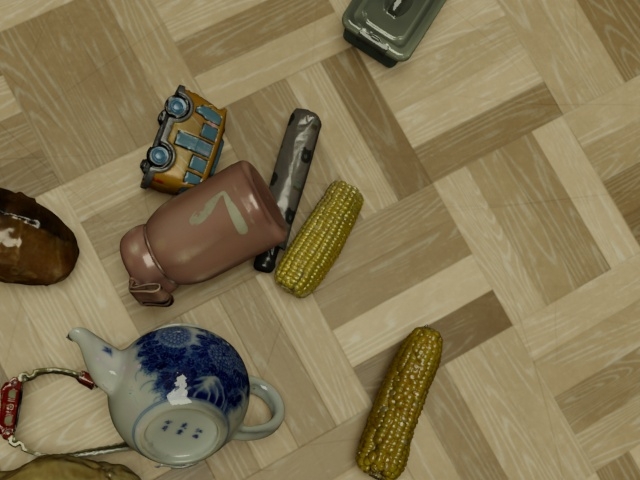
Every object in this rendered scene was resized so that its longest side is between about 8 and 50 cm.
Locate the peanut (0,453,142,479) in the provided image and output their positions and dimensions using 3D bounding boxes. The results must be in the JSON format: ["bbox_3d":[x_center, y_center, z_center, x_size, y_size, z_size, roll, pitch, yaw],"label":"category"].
[{"bbox_3d":[-0.498,0.466,1.701,0.387,0.192,0.169,-4,41,-10],"label":"peanut"}]

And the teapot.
[{"bbox_3d":[-0.254,0.255,1.770,0.424,0.280,0.252,20,119,-22],"label":"teapot"}]

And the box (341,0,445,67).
[{"bbox_3d":[0.152,-0.476,2.013,0.162,0.130,0.227,32,77,-2],"label":"box"}]

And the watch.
[{"bbox_3d":[-0.455,0.315,1.796,0.268,0.102,0.164,-1,78,-17],"label":"watch"}]

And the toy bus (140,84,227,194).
[{"bbox_3d":[-0.261,-0.184,1.898,0.136,0.126,0.209,20,76,-13],"label":"toy bus"}]

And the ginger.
[{"bbox_3d":[-0.599,-0.024,1.794,0.321,0.172,0.165,33,114,-3],"label":"ginger"}]

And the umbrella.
[{"bbox_3d":[-0.069,-0.098,1.936,0.067,0.073,0.337,11,76,21],"label":"umbrella"}]

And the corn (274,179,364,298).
[{"bbox_3d":[0.000,0.000,1.917,0.093,0.093,0.244,33,77,-2],"label":"corn"}]

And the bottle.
[{"bbox_3d":[-0.223,-0.002,1.809,0.297,0.173,0.206,-26,42,7],"label":"bottle"}]

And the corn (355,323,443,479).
[{"bbox_3d":[0.154,0.308,1.884,0.102,0.102,0.313,22,75,-4],"label":"corn"}]
